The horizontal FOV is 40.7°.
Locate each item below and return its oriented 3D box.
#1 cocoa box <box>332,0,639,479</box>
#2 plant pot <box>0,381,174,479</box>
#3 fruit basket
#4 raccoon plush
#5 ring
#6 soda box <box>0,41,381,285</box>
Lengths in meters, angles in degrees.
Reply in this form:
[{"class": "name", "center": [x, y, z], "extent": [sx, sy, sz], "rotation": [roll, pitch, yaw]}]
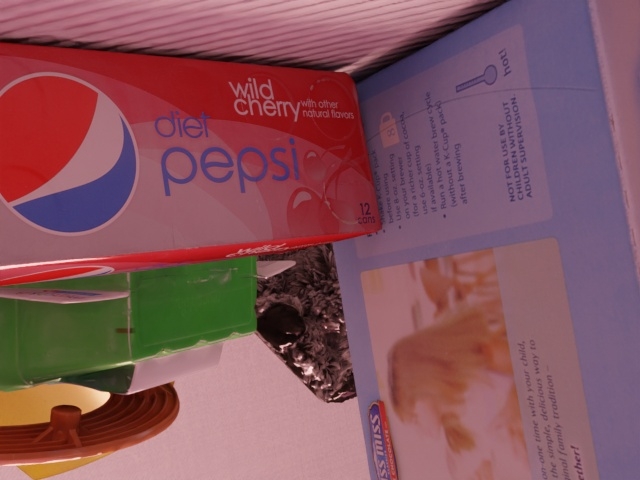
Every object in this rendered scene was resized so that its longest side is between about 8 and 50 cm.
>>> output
[{"class": "cocoa box", "center": [0.165, 0.059, 0.468], "extent": [0.228, 0.347, 0.231], "rotation": [-7, 176, -30]}, {"class": "plant pot", "center": [-0.279, 0.127, 0.993], "extent": [0.187, 0.212, 0.212], "rotation": [-11, 135, 21]}, {"class": "fruit basket", "center": [-0.244, 0.043, 0.740], "extent": [0.353, 0.165, 0.327], "rotation": [-7, 178, 24]}, {"class": "raccoon plush", "center": [0.000, 0.000, 1.152], "extent": [0.299, 0.446, 0.216], "rotation": [-45, 144, -8]}, {"class": "ring", "center": [-0.283, 0.111, 0.708], "extent": [0.337, 0.032, 0.336], "rotation": [8, -174, -1]}, {"class": "soda box", "center": [-0.094, -0.031, 0.393], "extent": [0.263, 0.092, 0.083], "rotation": [-6, 175, -43]}]
